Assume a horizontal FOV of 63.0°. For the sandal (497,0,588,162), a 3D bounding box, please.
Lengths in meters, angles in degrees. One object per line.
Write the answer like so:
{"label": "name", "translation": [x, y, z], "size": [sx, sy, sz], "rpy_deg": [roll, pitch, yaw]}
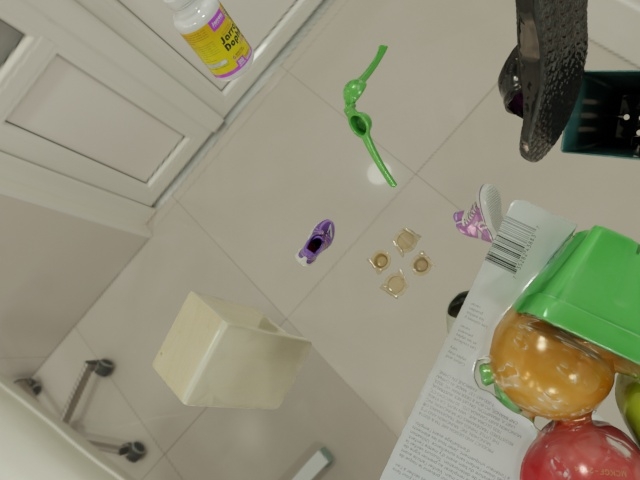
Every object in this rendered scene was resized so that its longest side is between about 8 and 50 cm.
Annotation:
{"label": "sandal", "translation": [0.388, -0.329, 0.931], "size": [0.167, 0.446, 0.107], "rpy_deg": [-41, 51, -13]}

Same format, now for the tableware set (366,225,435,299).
{"label": "tableware set", "translation": [0.205, 0.056, 1.340], "size": [0.169, 0.020, 0.141], "rpy_deg": [-42, 62, 13]}

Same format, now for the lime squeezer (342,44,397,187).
{"label": "lime squeezer", "translation": [0.095, -0.261, 1.071], "size": [0.059, 0.110, 0.310], "rpy_deg": [-13, 77, 45]}

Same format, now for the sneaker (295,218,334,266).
{"label": "sneaker", "translation": [0.000, 0.000, 1.382], "size": [0.068, 0.071, 0.170], "rpy_deg": [36, 48, -4]}

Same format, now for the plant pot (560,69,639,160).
{"label": "plant pot", "translation": [0.645, -0.262, 1.101], "size": [0.166, 0.234, 0.165], "rpy_deg": [16, 109, 42]}

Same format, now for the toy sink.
{"label": "toy sink", "translation": [-0.156, 0.203, 0.955], "size": [0.131, 0.234, 0.153], "rpy_deg": [31, 94, 41]}

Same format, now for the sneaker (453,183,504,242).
{"label": "sneaker", "translation": [0.490, -0.083, 1.663], "size": [0.161, 0.282, 0.102], "rpy_deg": [14, 63, 33]}

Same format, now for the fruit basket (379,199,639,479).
{"label": "fruit basket", "translation": [0.271, 0.180, 0.520], "size": [0.327, 0.165, 0.353], "rpy_deg": [25, 94, 12]}

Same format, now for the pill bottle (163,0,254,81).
{"label": "pill bottle", "translation": [-0.095, -0.179, 0.444], "size": [0.043, 0.083, 0.043], "rpy_deg": [-15, 55, 22]}

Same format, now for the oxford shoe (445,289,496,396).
{"label": "oxford shoe", "translation": [0.427, 0.303, 1.402], "size": [0.169, 0.130, 0.449], "rpy_deg": [-4, 40, 2]}

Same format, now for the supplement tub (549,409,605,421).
{"label": "supplement tub", "translation": [0.669, 0.528, 1.335], "size": [0.144, 0.144, 0.199], "rpy_deg": [-16, 57, 16]}
